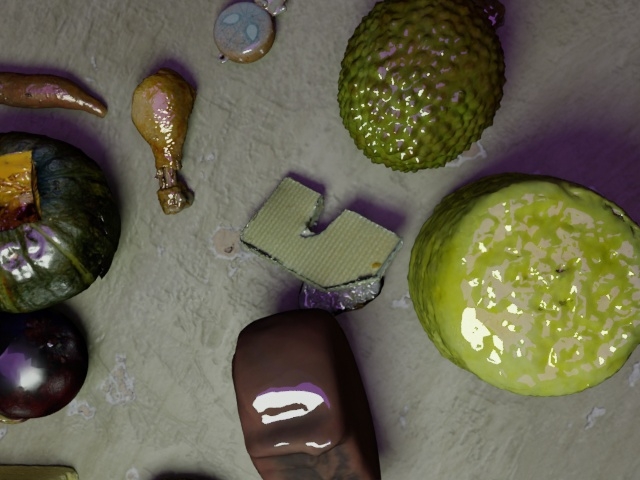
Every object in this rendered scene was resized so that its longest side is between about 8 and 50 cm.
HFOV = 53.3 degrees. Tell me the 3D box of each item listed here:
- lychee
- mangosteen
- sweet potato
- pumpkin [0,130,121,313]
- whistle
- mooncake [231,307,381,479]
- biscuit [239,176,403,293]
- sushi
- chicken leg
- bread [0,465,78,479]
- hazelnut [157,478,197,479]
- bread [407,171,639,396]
[{"bbox_3d":[0.158,-0.255,0.991,0.270,0.270,0.320,4,55,3],"label":"lychee"},{"bbox_3d":[-0.502,0.218,1.077,0.194,0.194,0.230,45,117,2],"label":"mangosteen"},{"bbox_3d":[-0.533,-0.264,1.119,0.314,0.072,0.066,6,105,1],"label":"sweet potato"},{"bbox_3d":[-0.488,-0.034,1.035,0.320,0.192,0.320,1,62,-2],"label":"pumpkin"},{"bbox_3d":[-0.105,-0.391,1.104,0.107,0.057,0.220,36,88,16],"label":"whistle"},{"bbox_3d":[-0.019,0.278,0.973,0.174,0.326,0.334,-13,68,6],"label":"mooncake"},{"bbox_3d":[0.000,0.000,1.058,0.250,0.046,0.147,27,75,23],"label":"biscuit"},{"bbox_3d":[0.034,0.082,1.088,0.150,0.078,0.090,-25,83,4],"label":"sushi"},{"bbox_3d":[-0.264,-0.169,1.101,0.107,0.087,0.251,-4,97,14],"label":"chicken leg"},{"bbox_3d":[-0.529,0.438,1.096,0.188,0.125,0.068,0,89,3],"label":"bread"},{"bbox_3d":[-0.241,0.497,1.044,0.208,0.208,0.208,0,91,3],"label":"hazelnut"},{"bbox_3d":[0.309,0.068,0.959,0.348,0.308,0.348,0,94,4],"label":"bread"}]
